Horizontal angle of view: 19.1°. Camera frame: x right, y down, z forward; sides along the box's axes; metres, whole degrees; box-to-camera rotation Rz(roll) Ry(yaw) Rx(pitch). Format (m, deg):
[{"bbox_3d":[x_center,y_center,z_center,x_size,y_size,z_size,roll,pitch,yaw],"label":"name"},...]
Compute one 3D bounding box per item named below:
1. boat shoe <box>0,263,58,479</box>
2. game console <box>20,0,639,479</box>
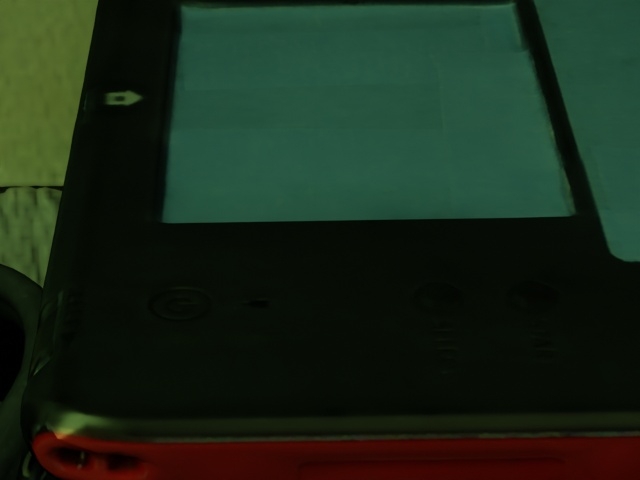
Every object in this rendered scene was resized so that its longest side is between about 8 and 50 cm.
[{"bbox_3d":[-0.262,0.156,0.538,0.500,0.156,0.187,-29,49,-25],"label":"boat shoe"},{"bbox_3d":[0.085,-0.038,0.661,0.342,0.060,0.386,3,29,-3],"label":"game console"}]
